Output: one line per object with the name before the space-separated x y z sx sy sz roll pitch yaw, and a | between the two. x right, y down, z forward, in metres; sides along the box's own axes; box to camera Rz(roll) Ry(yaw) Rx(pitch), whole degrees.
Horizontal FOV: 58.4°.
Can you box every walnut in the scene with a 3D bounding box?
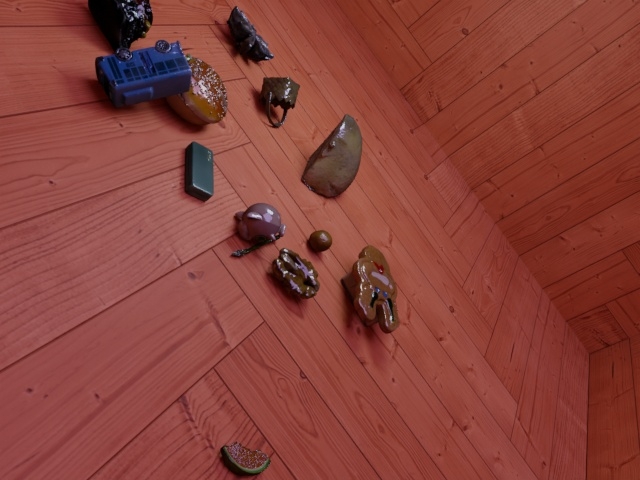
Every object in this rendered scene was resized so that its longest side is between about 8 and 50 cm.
walnut | -0.078 0.105 1.729 0.170 0.069 0.143 47 34 -10

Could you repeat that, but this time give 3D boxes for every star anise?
star anise | -0.292 -0.794 2.253 0.223 0.109 0.236 59 14 -8

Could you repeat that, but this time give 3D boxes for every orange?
orange | 0.000 0.000 1.926 0.085 0.085 0.085 33 38 -31

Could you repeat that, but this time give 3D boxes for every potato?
potato | 0.083 -0.298 2.148 0.189 0.264 0.211 35 30 -13

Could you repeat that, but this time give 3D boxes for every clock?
clock | 0.168 0.188 1.972 0.147 0.071 0.192 -11 69 -56

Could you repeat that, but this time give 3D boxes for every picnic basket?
picnic basket | -0.163 -0.519 2.153 0.128 0.138 0.178 6 94 -58

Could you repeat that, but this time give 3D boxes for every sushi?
sushi | -0.581 -0.679 1.717 0.150 0.153 0.172 -29 64 -38

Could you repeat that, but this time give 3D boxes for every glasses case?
glasses case | -0.355 -0.204 1.677 0.078 0.039 0.184 26 42 -38

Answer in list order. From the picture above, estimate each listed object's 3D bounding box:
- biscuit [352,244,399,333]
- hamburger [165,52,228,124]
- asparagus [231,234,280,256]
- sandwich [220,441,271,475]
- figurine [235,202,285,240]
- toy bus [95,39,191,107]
biscuit | 0.188 0.151 1.924 0.202 0.047 0.333 34 37 -28
hamburger | -0.383 -0.462 1.780 0.237 0.147 0.236 34 39 -34
asparagus | -0.188 0.016 1.708 0.023 0.022 0.233 32 27 19
sandwich | -0.170 0.492 1.282 0.135 0.029 0.067 29 35 -34
figurine | -0.178 -0.051 1.701 0.138 0.125 0.125 19 46 -29
toy bus | -0.485 -0.455 1.581 0.234 0.116 0.133 -21 79 -23
